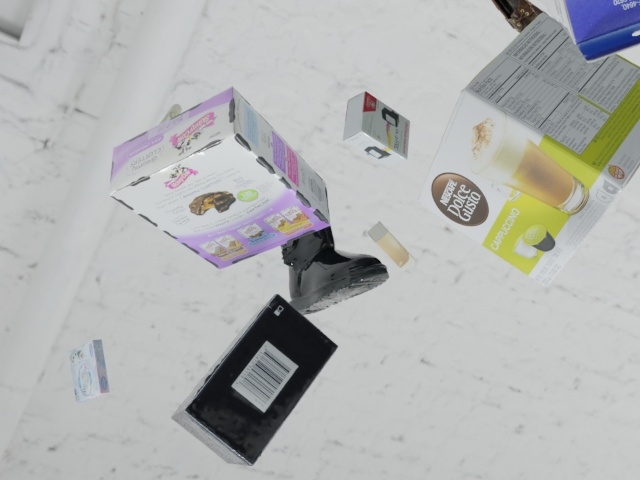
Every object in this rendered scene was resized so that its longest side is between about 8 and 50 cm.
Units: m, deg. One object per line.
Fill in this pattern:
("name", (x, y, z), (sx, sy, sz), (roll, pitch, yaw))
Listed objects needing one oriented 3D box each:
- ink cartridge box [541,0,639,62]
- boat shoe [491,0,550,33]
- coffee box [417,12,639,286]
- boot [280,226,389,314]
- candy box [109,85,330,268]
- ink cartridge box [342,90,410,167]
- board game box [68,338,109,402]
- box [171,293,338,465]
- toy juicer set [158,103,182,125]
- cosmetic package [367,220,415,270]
("ink cartridge box", (0.348, -0.313, 0.822), (0.333, 0.165, 0.065), (-83, -28, -57))
("boat shoe", (0.472, -0.537, 1.669), (0.073, 0.073, 0.207), (-14, -122, -45))
("coffee box", (0.451, -0.184, 1.433), (0.334, 0.338, 0.338), (35, -123, 15))
("boot", (0.000, 0.000, 1.154), (0.094, 0.246, 0.207), (-6, -104, -33))
("candy box", (-0.107, -0.060, 0.791), (0.196, 0.164, 0.070), (42, -146, -49))
("ink cartridge box", (0.149, -0.287, 1.833), (0.175, 0.072, 0.128), (25, -119, -35))
("board game box", (-0.392, 0.222, 1.191), (0.020, 0.090, 0.090), (1, -109, -45))
("box", (-0.077, 0.159, 0.785), (0.093, 0.156, 0.158), (40, 157, -3))
("toy juicer set", (-0.295, -0.272, 1.862), (0.329, 0.089, 0.209), (43, -159, -40))
("cosmetic package", (0.164, 0.013, 1.621), (0.115, 0.041, 0.060), (44, -173, -30))
